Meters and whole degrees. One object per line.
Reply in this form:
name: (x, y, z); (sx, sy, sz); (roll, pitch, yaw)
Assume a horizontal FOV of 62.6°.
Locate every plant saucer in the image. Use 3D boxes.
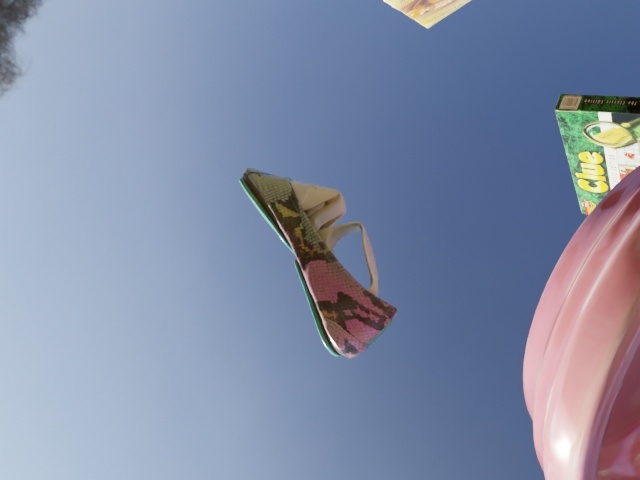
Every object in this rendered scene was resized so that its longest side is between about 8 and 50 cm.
plant saucer: (0.269, 0.062, 0.391); (0.332, 0.332, 0.084); (-49, -143, -5)

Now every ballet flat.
ballet flat: (0.000, 0.000, 0.474); (0.079, 0.077, 0.221); (-34, -126, 4)

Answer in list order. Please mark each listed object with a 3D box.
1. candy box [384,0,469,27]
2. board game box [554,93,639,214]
candy box: (0.213, -0.366, 0.565); (0.317, 0.183, 0.087); (-27, -91, 28)
board game box: (0.393, -0.093, 0.674); (0.136, 0.260, 0.030); (18, -105, 40)
